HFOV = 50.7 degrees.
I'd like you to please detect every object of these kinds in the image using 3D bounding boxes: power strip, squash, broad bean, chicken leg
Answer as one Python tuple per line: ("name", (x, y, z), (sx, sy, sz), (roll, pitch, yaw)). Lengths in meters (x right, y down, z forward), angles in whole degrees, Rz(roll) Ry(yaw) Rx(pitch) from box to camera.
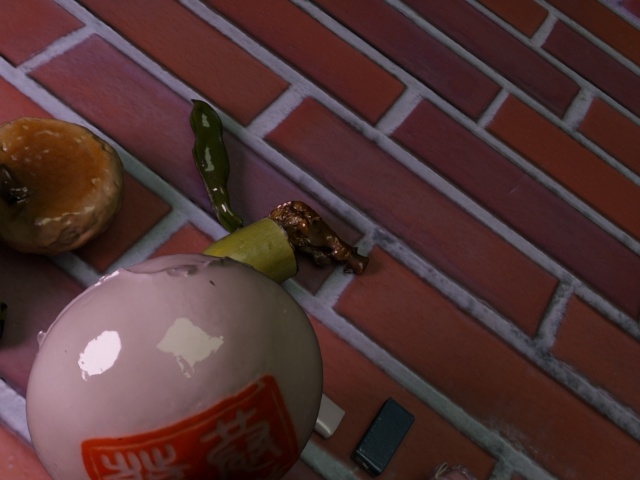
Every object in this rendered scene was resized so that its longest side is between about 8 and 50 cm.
("power strip", (0.101, 0.320, 1.096), (0.056, 0.032, 0.123), (38, 53, 5))
("squash", (-0.136, 0.045, 1.124), (0.186, 0.123, 0.123), (-28, 73, -32))
("broad bean", (-0.187, -0.132, 1.260), (0.098, 0.056, 0.318), (-10, 70, -49))
("chicken leg", (0.000, -0.001, 1.230), (0.207, 0.101, 0.085), (31, 81, -13))

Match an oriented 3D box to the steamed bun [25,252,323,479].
("steamed bun", (-0.159, 0.210, 0.839), (0.374, 0.375, 0.241), (-10, 41, -27))

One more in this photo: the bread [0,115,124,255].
("bread", (-0.432, -0.078, 1.073), (0.244, 0.134, 0.245), (9, 57, -13))

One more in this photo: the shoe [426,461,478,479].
("shoe", (0.241, 0.485, 0.962), (0.198, 0.172, 0.351), (-33, 77, -38))

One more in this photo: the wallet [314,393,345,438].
("wallet", (-0.021, 0.261, 1.090), (0.122, 0.025, 0.061), (38, 46, 4))

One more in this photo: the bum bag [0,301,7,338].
("bum bag", (-0.553, 0.131, 0.930), (0.232, 0.060, 0.107), (-23, 65, -32))
